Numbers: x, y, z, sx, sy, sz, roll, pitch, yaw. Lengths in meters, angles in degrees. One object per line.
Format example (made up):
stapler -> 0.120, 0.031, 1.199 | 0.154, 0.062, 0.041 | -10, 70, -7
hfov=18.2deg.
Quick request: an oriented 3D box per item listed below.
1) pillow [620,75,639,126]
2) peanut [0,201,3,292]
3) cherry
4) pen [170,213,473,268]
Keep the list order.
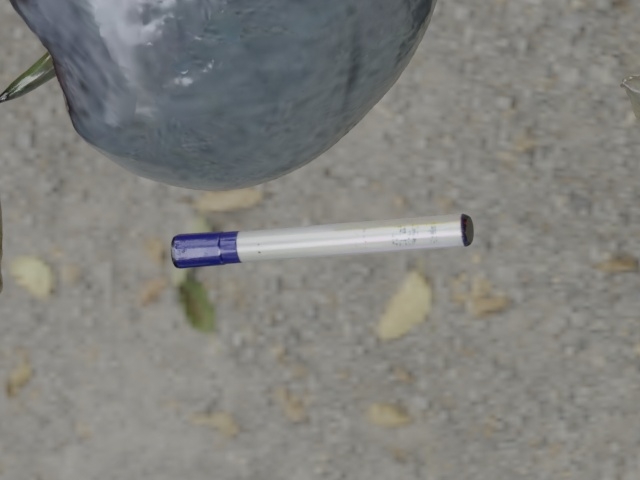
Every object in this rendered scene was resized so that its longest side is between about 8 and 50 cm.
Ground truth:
pillow -> 0.348, -0.047, 1.370 | 0.270, 0.067, 0.173 | -7, 95, 27
peanut -> -0.303, -0.065, 1.369 | 0.147, 0.147, 0.319 | -23, 87, 38
cherry -> -0.067, -0.153, 1.185 | 0.296, 0.218, 0.255 | -20, 116, 19
pen -> 0.000, 0.000, 1.748 | 0.269, 0.033, 0.033 | -5, 85, 15
